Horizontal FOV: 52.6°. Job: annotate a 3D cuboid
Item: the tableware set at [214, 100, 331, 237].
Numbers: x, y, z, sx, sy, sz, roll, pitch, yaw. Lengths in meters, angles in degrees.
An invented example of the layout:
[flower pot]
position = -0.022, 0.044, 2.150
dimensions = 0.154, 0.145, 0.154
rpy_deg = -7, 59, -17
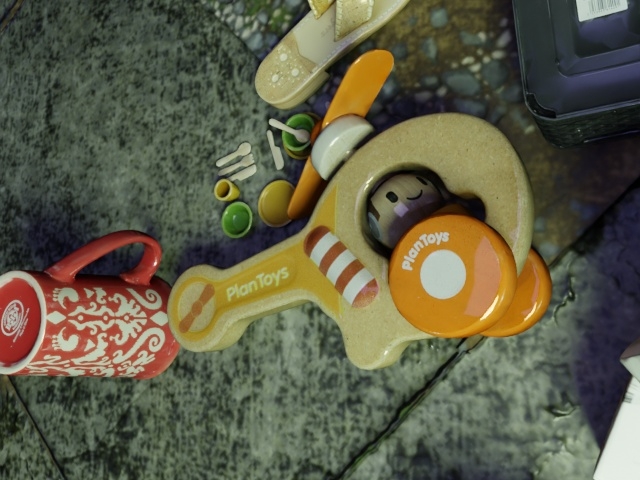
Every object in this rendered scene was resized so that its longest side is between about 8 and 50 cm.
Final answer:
[tableware set]
position = -0.043, -0.068, 0.643
dimensions = 0.154, 0.024, 0.104
rpy_deg = -23, 72, 22

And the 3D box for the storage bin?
[storage bin]
position = 0.216, -0.173, 0.493
dimensions = 0.122, 0.084, 0.180
rpy_deg = -8, 77, 26

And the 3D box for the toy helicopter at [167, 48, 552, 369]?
[toy helicopter]
position = 0.000, 0.000, 0.552
dimensions = 0.355, 0.140, 0.235
rpy_deg = -23, 72, 27

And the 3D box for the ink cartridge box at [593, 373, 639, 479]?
[ink cartridge box]
position = 0.231, 0.114, 0.427
dimensions = 0.060, 0.104, 0.180
rpy_deg = 22, 91, 27

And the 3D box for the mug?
[mug]
position = -0.233, 0.065, 0.638
dimensions = 0.113, 0.169, 0.150
rpy_deg = -9, 78, 26

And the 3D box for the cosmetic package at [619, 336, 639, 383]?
[cosmetic package]
position = 0.365, 0.006, 0.278
dimensions = 0.385, 0.156, 0.217
rpy_deg = -41, 74, -1

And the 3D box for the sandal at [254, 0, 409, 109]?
[sandal]
position = 0.013, -0.231, 0.609
dimensions = 0.240, 0.079, 0.088
rpy_deg = -48, 65, 13
